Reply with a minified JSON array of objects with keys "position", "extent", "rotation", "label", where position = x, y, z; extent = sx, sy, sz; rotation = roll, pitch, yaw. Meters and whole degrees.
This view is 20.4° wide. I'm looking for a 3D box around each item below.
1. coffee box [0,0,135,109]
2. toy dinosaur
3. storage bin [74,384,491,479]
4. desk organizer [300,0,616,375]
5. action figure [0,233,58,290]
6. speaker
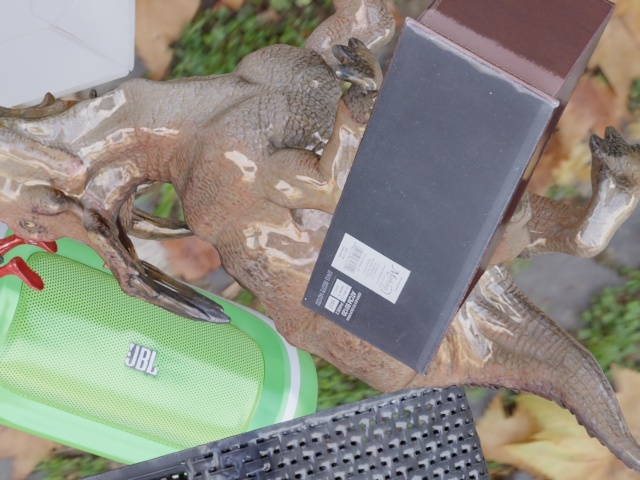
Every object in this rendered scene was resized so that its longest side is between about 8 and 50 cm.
[{"position":[-0.217,-0.173,0.946],"extent":[0.141,0.098,0.246],"rotation":[-20,49,-25],"label":"coffee box"},{"position":[0.000,0.000,0.713],"extent":[0.296,0.200,0.127],"rotation":[40,34,1],"label":"toy dinosaur"},{"position":[-0.013,0.127,0.837],"extent":[0.180,0.122,0.084],"rotation":[-8,81,-49],"label":"storage bin"},{"position":[0.039,-0.023,0.529],"extent":[0.047,0.130,0.050],"rotation":[30,50,8],"label":"desk organizer"},{"position":[-0.166,0.027,0.782],"extent":[0.030,0.115,0.038],"rotation":[48,36,-36],"label":"action figure"},{"position":[-0.146,0.071,1.150],"extent":[0.296,0.131,0.131],"rotation":[24,72,-36],"label":"speaker"}]
